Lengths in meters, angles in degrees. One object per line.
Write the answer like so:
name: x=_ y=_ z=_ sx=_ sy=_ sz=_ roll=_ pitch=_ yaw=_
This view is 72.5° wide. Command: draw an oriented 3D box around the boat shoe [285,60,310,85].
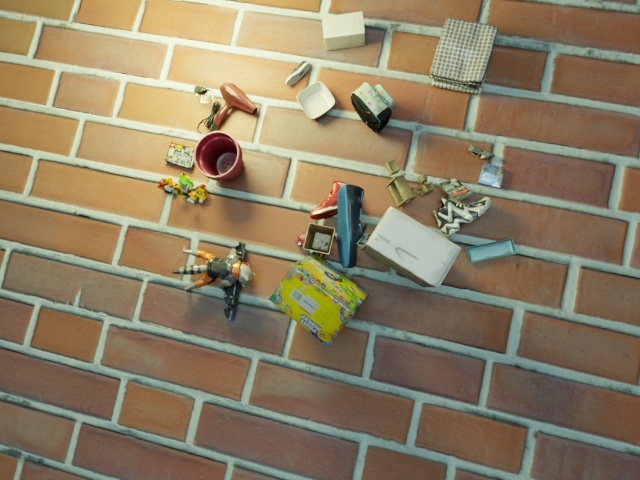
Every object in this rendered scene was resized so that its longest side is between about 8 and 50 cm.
boat shoe: x=-0.107 y=-0.755 z=1.970 sx=0.142 sy=0.049 sz=0.040 roll=-41 pitch=62 yaw=-1

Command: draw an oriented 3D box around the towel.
towel: x=0.605 y=-0.786 z=1.850 sx=0.234 sy=0.121 sz=0.284 roll=15 pitch=86 yaw=9

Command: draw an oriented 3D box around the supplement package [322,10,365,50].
supplement package: x=0.103 y=-0.925 z=1.931 sx=0.179 sy=0.105 sz=0.105 roll=-6 pitch=83 yaw=5

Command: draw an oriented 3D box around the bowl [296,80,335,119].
bowl: x=-0.017 y=-0.614 z=1.937 sx=0.142 sy=0.053 sz=0.142 roll=-34 pitch=80 yaw=2

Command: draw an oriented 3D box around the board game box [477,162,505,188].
board game box: x=0.717 y=-0.273 z=1.831 sx=0.090 sy=0.020 sz=0.090 roll=15 pitch=87 yaw=8

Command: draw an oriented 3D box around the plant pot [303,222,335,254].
plant pot: x=0.000 y=0.000 z=1.795 sx=0.108 sy=0.096 sz=0.109 roll=13 pitch=82 yaw=9

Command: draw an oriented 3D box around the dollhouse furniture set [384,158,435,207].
dollhouse furniture set: x=0.365 y=-0.256 z=1.852 sx=0.160 sy=0.101 sz=0.182 roll=-21 pitch=80 yaw=-21

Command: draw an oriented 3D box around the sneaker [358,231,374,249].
sneaker: x=0.200 y=-0.012 z=1.851 sx=0.109 sy=0.040 sz=0.044 roll=-42 pitch=79 yaw=0

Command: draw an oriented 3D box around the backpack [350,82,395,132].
backpack: x=0.219 y=-0.576 z=1.848 sx=0.188 sy=0.166 sz=0.144 roll=43 pitch=88 yaw=6

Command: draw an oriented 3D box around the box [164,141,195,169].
box: x=-0.633 y=-0.387 z=1.995 sx=0.137 sy=0.027 sz=0.094 roll=17 pitch=85 yaw=8

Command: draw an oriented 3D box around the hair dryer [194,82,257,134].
hair dryer: x=-0.428 y=-0.602 z=1.987 sx=0.293 sy=0.080 sz=0.224 roll=-2 pitch=99 yaw=12

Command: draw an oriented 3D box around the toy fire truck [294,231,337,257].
toy fire truck: x=0.001 y=0.000 z=1.869 sx=0.192 sy=0.047 sz=0.135 roll=31 pitch=87 yaw=10

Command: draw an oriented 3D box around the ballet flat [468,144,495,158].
ballet flat: x=0.677 y=-0.367 z=1.841 sx=0.114 sy=0.041 sz=0.041 roll=25 pitch=87 yaw=9

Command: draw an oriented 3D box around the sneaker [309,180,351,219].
sneaker: x=0.044 y=-0.177 z=1.877 sx=0.221 sy=0.087 sz=0.128 roll=-19 pitch=73 yaw=-8

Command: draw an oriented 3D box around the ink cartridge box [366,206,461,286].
ink cartridge box: x=0.334 y=0.040 z=1.651 sx=0.285 sy=0.395 sz=0.166 roll=31 pitch=88 yaw=8

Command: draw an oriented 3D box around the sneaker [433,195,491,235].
sneaker: x=0.571 y=-0.142 z=1.795 sx=0.235 sy=0.094 sz=0.153 roll=-36 pitch=89 yaw=12

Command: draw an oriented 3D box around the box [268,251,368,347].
box: x=0.003 y=0.219 z=1.710 sx=0.290 sy=0.279 sz=0.177 roll=37 pitch=107 yaw=10

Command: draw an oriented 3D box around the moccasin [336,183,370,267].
moccasin: x=0.141 y=-0.058 z=1.772 sx=0.116 sy=0.137 sz=0.342 roll=1 pitch=93 yaw=-22

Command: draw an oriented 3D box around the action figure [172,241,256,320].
action figure: x=-0.436 y=0.168 z=1.842 sx=0.330 sy=0.178 sz=0.342 roll=-2 pitch=81 yaw=16

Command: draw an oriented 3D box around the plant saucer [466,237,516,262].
plant saucer: x=0.701 y=0.043 z=1.799 sx=0.192 sy=0.018 sz=0.067 roll=-12 pitch=82 yaw=4

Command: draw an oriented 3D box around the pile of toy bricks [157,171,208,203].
pile of toy bricks: x=-0.606 y=-0.249 z=1.924 sx=0.212 sy=0.118 sz=0.105 roll=25 pitch=107 yaw=8

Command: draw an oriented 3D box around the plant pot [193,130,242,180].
plant pot: x=-0.421 y=-0.348 z=1.889 sx=0.201 sy=0.180 sz=0.202 roll=-1 pitch=84 yaw=7

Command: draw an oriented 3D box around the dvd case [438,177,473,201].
dvd case: x=0.558 y=-0.211 z=1.802 sx=0.087 sy=0.013 sz=0.119 roll=-21 pitch=49 yaw=-19
